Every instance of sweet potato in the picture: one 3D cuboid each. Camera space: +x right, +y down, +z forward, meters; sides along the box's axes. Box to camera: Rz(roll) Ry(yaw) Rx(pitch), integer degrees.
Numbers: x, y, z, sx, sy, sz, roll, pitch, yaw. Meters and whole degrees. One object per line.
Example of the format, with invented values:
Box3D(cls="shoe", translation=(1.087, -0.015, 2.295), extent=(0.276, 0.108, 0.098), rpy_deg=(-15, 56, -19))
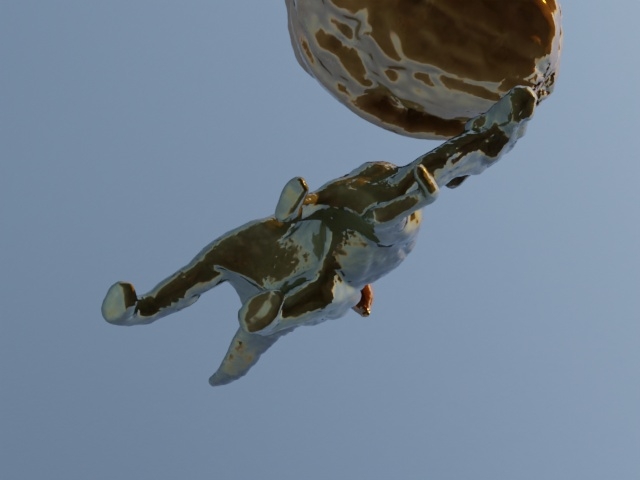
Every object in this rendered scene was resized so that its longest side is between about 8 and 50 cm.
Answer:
Box3D(cls="sweet potato", translation=(0.027, 0.035, 1.102), extent=(0.034, 0.034, 0.095), rpy_deg=(-11, -130, -24))

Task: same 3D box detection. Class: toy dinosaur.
Box3D(cls="toy dinosaur", translation=(0.005, 0.006, 0.719), extent=(0.162, 0.294, 0.077), rpy_deg=(-2, -114, -61))

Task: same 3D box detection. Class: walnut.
Box3D(cls="walnut", translation=(0.083, -0.181, 0.972), extent=(0.245, 0.198, 0.198), rpy_deg=(28, -109, -2))
